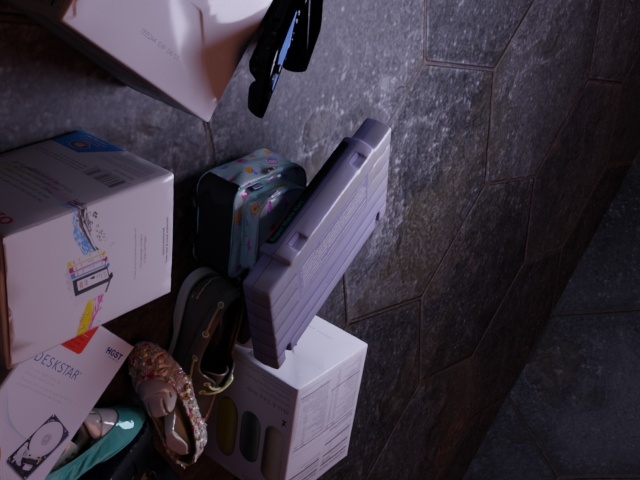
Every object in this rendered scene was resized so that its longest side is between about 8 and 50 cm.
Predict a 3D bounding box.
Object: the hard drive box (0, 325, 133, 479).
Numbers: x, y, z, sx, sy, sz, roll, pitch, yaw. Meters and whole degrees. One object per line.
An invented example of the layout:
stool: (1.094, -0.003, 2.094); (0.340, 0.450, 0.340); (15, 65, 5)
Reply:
hard drive box: (-0.378, 0.187, 1.112); (0.232, 0.089, 0.181); (-58, 150, -11)

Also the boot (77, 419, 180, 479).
boot: (-0.326, 0.415, 1.357); (0.246, 0.094, 0.207); (-50, 144, -34)

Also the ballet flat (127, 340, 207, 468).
ballet flat: (-0.234, 0.262, 1.349); (0.077, 0.091, 0.241); (-89, 162, -54)

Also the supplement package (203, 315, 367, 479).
supplement package: (-0.068, 0.287, 1.560); (0.198, 0.199, 0.263); (-26, 133, -47)

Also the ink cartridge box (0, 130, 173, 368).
ink cartridge box: (-0.311, 0.000, 0.993); (0.232, 0.171, 0.168); (-27, 133, -46)

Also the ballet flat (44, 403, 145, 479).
ballet flat: (-0.353, 0.294, 1.246); (0.247, 0.083, 0.087); (-39, 128, -39)

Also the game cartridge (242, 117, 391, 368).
game cartridge: (0.000, 0.000, 1.325); (0.355, 0.068, 0.230); (-54, 155, -30)

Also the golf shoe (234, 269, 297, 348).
golf shoe: (-0.089, 0.051, 1.460); (0.105, 0.120, 0.273); (40, 55, -53)

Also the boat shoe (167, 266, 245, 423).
boat shoe: (-0.190, 0.196, 1.408); (0.109, 0.091, 0.305); (-18, 127, -51)

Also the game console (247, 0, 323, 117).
game console: (-0.040, -0.290, 1.171); (0.213, 0.043, 0.361); (95, 8, -45)

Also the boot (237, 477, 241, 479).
boot: (-0.123, 0.517, 1.784); (0.115, 0.112, 0.305); (113, -1, -89)

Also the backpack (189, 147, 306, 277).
backpack: (-0.094, -0.047, 1.329); (0.188, 0.144, 0.166); (-42, 144, -49)

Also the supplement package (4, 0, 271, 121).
supplement package: (-0.199, -0.291, 0.973); (0.204, 0.145, 0.262); (-62, 151, -2)
